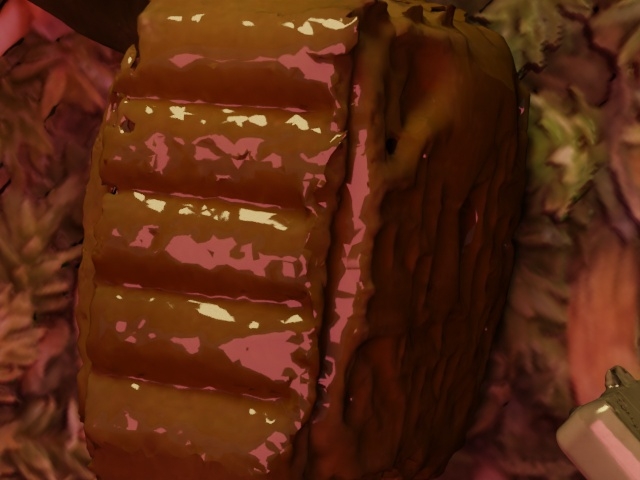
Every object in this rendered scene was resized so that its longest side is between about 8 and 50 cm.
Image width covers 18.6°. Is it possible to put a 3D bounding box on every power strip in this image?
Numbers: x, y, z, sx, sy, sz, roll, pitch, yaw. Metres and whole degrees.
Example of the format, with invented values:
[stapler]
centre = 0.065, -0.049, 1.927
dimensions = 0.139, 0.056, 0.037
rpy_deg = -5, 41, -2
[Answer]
[power strip]
centre = 0.179, 0.137, 0.851
dimensions = 0.192, 0.081, 0.035
rpy_deg = 49, 113, 13

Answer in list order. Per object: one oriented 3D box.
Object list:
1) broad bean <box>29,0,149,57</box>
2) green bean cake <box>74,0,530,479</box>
[broad bean]
centre = -0.084, -0.165, 0.963
dimensions = 0.207, 0.072, 0.153
rpy_deg = 3, 93, 36
[green bean cake]
centre = 0.000, 0.000, 0.847
dimensions = 0.131, 0.224, 0.229
rpy_deg = 10, 95, 24
